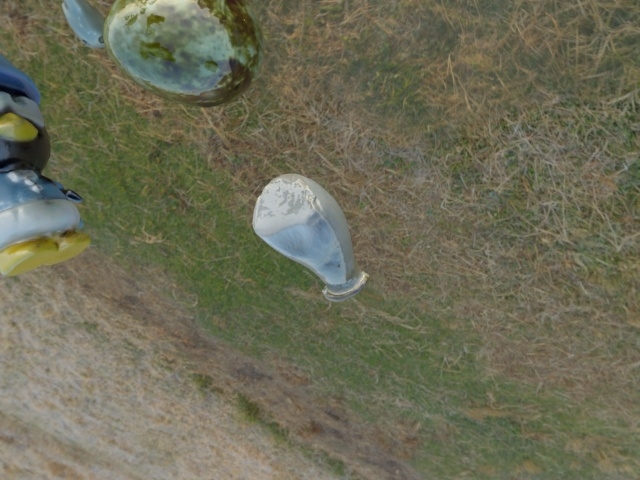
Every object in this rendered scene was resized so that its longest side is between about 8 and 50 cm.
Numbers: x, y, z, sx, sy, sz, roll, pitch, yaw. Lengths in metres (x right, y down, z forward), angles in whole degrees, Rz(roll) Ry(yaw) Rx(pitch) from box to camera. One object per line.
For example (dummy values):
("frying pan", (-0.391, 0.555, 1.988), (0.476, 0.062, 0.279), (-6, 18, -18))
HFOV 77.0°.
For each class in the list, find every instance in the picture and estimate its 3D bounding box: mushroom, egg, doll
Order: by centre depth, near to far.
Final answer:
("doll", (-0.373, -0.114, 0.436), (0.141, 0.177, 0.314), (-31, 92, 21))
("mushroom", (0.000, 0.000, 0.611), (0.116, 0.093, 0.225), (-39, 128, 9))
("egg", (-0.247, -0.373, 0.760), (0.238, 0.289, 0.238), (39, 141, 41))

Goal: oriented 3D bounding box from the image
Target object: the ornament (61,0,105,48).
("ornament", (-0.510, -0.485, 0.855), (0.081, 0.075, 0.156), (11, 158, 9))
